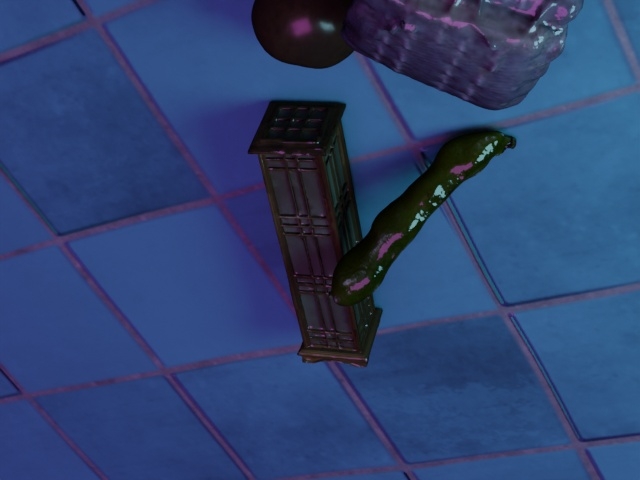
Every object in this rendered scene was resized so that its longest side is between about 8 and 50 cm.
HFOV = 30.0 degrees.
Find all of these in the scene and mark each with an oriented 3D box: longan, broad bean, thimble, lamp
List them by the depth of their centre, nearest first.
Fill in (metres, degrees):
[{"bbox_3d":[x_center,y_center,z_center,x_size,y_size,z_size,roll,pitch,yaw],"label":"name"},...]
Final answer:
[{"bbox_3d":[0.120,-0.217,0.976,0.172,0.236,0.205,18,111,-3],"label":"thimble"},{"bbox_3d":[-0.011,-0.207,1.132,0.113,0.092,0.113,-2,149,-1],"label":"longan"},{"bbox_3d":[0.096,-0.027,1.237,0.053,0.052,0.256,39,102,-25],"label":"broad bean"},{"bbox_3d":[0.000,0.000,1.326,0.090,0.089,0.325,2,132,17],"label":"lamp"}]
